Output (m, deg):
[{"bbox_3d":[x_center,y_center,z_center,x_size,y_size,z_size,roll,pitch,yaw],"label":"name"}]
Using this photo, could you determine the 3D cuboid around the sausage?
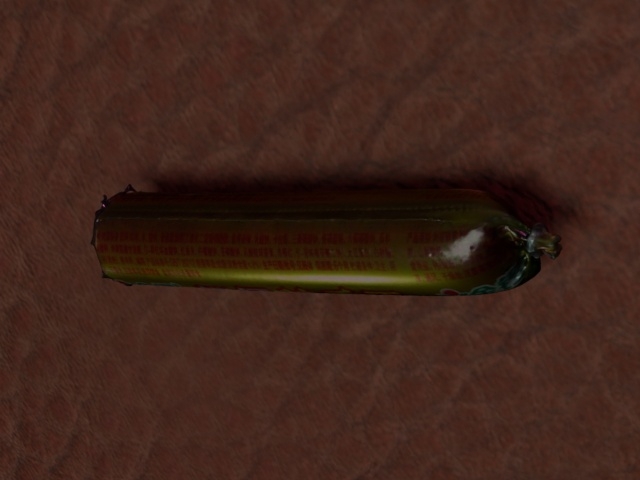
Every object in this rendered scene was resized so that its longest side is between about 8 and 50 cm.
[{"bbox_3d":[0.000,0.000,0.949,0.371,0.082,0.082,1,123,38],"label":"sausage"}]
